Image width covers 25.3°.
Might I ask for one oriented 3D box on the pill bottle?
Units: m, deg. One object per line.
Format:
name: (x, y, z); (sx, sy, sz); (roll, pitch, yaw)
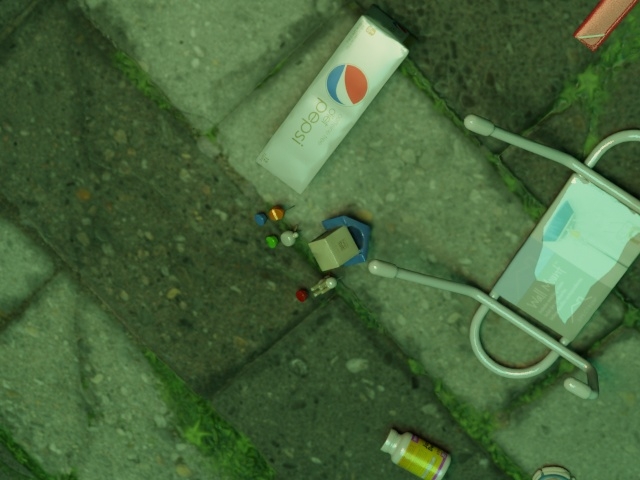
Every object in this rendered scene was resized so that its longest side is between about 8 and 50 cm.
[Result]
pill bottle: (0.118, 0.267, 1.773); (0.083, 0.043, 0.043); (29, 112, 0)

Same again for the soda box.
soda box: (0.018, -0.160, 1.629); (0.069, 0.074, 0.216); (36, 112, -2)

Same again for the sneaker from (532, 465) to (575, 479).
sneaker: (0.278, 0.380, 1.760); (0.071, 0.083, 0.190); (1, 110, 9)

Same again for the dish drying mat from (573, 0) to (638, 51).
dish drying mat: (0.317, -0.249, 1.573); (0.032, 0.008, 0.083); (38, 112, -2)

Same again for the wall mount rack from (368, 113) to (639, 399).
wall mount rack: (0.243, 0.010, 1.613); (0.304, 0.130, 0.350); (32, 111, -1)

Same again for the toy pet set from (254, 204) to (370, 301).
toy pet set: (0.000, 0.000, 1.709); (0.114, 0.065, 0.122); (-16, 105, 52)
